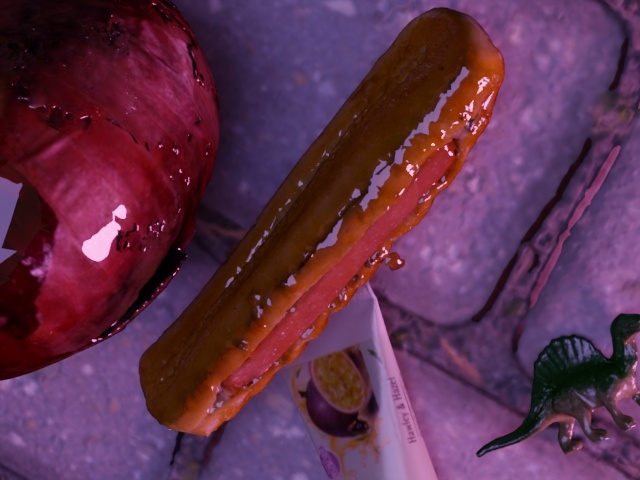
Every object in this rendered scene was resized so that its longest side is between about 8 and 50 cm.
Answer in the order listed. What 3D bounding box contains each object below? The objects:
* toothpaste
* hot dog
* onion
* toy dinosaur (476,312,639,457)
[{"bbox_3d":[0.055,0.179,0.628,0.058,0.056,0.314,-23,89,-17],"label":"toothpaste"},{"bbox_3d":[-0.003,-0.002,0.592,0.286,0.061,0.087,-46,45,22],"label":"hot dog"},{"bbox_3d":[-0.177,-0.055,0.545,0.252,0.252,0.219,-15,139,19],"label":"onion"},{"bbox_3d":[0.135,0.086,0.599,0.120,0.029,0.060,-31,76,26],"label":"toy dinosaur"}]
